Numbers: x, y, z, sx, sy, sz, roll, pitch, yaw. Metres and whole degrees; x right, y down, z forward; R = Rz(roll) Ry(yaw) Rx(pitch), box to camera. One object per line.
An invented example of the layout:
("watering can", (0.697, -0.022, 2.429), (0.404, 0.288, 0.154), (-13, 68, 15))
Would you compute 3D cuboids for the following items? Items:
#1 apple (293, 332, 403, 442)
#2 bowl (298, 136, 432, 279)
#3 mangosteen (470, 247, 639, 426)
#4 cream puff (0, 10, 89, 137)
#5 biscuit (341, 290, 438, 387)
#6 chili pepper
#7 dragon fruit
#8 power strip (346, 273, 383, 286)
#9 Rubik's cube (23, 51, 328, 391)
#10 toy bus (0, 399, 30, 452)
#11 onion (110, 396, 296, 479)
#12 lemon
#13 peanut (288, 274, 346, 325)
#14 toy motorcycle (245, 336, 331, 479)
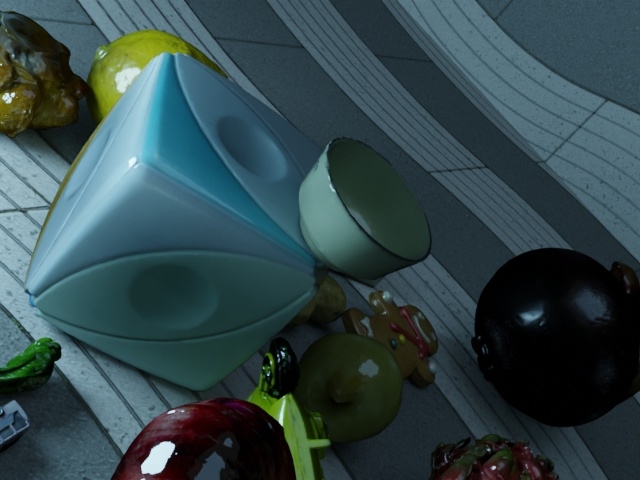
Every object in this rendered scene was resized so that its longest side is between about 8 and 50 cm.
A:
("apple", (0.046, 0.243, 1.620), (0.200, 0.200, 0.200), (30, 30, -20))
("bowl", (0.048, -0.029, 1.366), (0.211, 0.112, 0.211), (34, 33, -26))
("mangosteen", (0.541, 0.191, 2.059), (0.382, 0.435, 0.381), (165, -90, -88))
("cream puff", (-0.534, -0.292, 1.674), (0.269, 0.155, 0.241), (47, 29, 5))
("biscuit", (0.159, 0.190, 1.925), (0.340, 0.047, 0.216), (-4, 64, -61))
("chili pepper", (-0.421, 0.171, 1.282), (0.182, 0.050, 0.073), (-1, 57, -48))
("dragon fruit", (0.262, 0.441, 1.562), (0.303, 0.237, 0.231), (-7, 42, -31))
("power strip", (0.000, 0.000, 2.020), (0.367, 0.043, 0.106), (25, 31, -35))
("Rubik's cube", (-0.206, -0.028, 1.498), (0.352, 0.347, 0.352), (33, 32, -21))
("toy bus", (-0.414, 0.244, 1.199), (0.052, 0.037, 0.131), (47, 29, 6))
("onion", (-0.167, 0.351, 1.145), (0.348, 0.286, 0.347), (1, 90, -68))
("lemon", (-0.292, -0.257, 1.830), (0.320, 0.245, 0.245), (37, 27, -28))
("peanut", (-0.036, 0.104, 1.801), (0.098, 0.103, 0.229), (10, 7, 39))
("toy motorcycle", (-0.052, 0.324, 1.402), (0.142, 0.206, 0.342), (-7, 62, -9))
